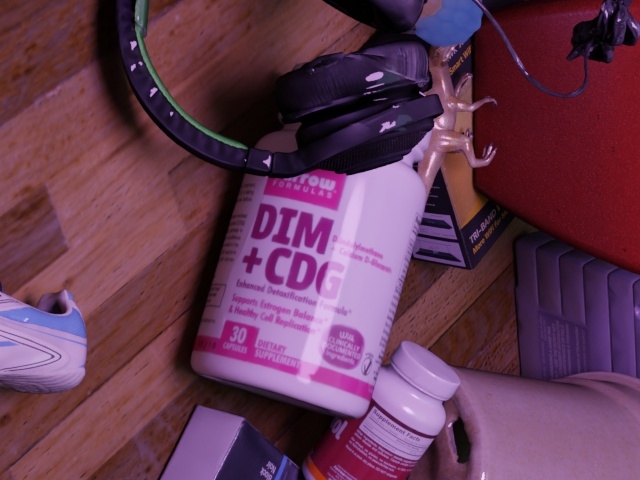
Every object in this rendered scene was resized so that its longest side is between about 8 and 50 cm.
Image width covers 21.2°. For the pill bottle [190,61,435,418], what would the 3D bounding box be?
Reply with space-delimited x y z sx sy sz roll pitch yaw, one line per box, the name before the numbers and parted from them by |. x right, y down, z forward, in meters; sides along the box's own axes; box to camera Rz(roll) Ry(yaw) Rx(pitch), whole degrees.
pill bottle | 0.000 0.000 1.483 0.160 0.160 0.283 26 77 -52

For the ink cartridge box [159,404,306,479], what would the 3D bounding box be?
ink cartridge box | -0.119 0.326 1.488 0.165 0.065 0.332 49 61 -47

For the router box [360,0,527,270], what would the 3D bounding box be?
router box | 0.170 -0.160 1.733 0.309 0.081 0.243 -49 133 -34

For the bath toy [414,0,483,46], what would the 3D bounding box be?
bath toy | 0.160 -0.325 1.619 0.129 0.151 0.348 65 34 -30

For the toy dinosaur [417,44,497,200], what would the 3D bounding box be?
toy dinosaur | 0.112 -0.096 1.580 0.093 0.053 0.183 10 87 -34

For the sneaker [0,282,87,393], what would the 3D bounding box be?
sneaker | -0.268 0.069 1.225 0.237 0.085 0.086 5 68 -50

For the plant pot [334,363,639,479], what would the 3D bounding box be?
plant pot | 0.170 0.255 1.674 0.305 0.334 0.333 23 80 -41

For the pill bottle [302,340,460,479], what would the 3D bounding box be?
pill bottle | 0.057 0.169 1.533 0.086 0.086 0.152 17 111 -53

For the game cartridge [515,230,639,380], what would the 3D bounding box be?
game cartridge | 0.313 0.178 1.884 0.068 0.230 0.355 -18 115 -27

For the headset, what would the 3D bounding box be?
headset | 0.039 -0.169 1.327 0.185 0.394 0.243 160 -66 -83

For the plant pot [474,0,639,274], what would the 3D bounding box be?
plant pot | 0.291 -0.131 1.634 0.267 0.236 0.267 -22 115 -50
